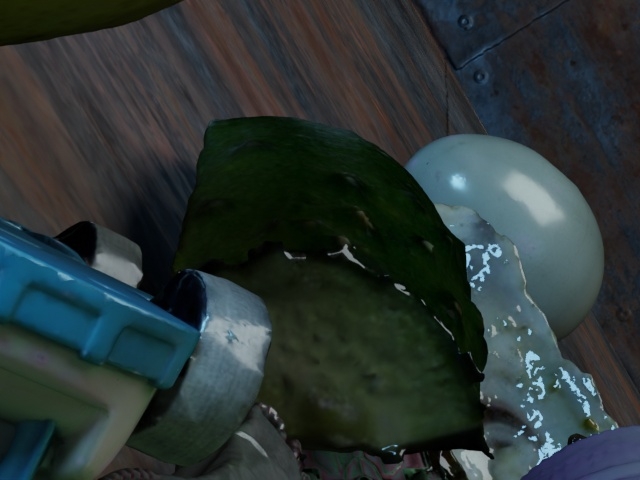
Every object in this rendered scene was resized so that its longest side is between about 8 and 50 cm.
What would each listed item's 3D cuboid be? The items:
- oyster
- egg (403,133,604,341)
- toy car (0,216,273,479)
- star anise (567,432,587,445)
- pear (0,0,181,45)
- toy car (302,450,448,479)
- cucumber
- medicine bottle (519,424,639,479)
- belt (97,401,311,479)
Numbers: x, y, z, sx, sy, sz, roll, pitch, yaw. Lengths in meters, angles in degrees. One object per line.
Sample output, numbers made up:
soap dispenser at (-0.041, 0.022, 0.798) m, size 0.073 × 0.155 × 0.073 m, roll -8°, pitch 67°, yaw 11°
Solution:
oyster at (0.091, 0.136, 1.031) m, size 0.204 × 0.111 × 0.396 m, roll 11°, pitch 50°, yaw -54°
egg at (0.135, -0.001, 1.381) m, size 0.209 × 0.151 × 0.151 m, roll 49°, pitch 16°, yaw -40°
toy car at (-0.103, 0.026, 0.458) m, size 0.126 × 0.098 × 0.161 m, roll 29°, pitch -5°, yaw -27°
star anise at (0.178, 0.164, 0.919) m, size 0.168 × 0.168 × 0.057 m, roll 60°, pitch 0°, yaw -4°
pear at (-0.096, -0.199, 0.455) m, size 0.314 × 0.314 × 0.314 m, roll 57°, pitch 11°, yaw -18°
toy car at (0.013, 0.098, 0.811) m, size 0.142 × 0.069 × 0.055 m, roll -105°, pitch -159°, yaw -53°
cucumber at (0.002, -0.002, 0.825) m, size 0.325 × 0.145 × 0.105 m, roll -92°, pitch -177°, yaw -75°
medicine bottle at (0.145, 0.210, 0.697) m, size 0.219 × 0.219 × 0.388 m, roll 60°, pitch 11°, yaw -5°
belt at (-0.040, 0.099, 0.583) m, size 0.071 × 0.053 × 0.232 m, roll 61°, pitch 11°, yaw 8°
